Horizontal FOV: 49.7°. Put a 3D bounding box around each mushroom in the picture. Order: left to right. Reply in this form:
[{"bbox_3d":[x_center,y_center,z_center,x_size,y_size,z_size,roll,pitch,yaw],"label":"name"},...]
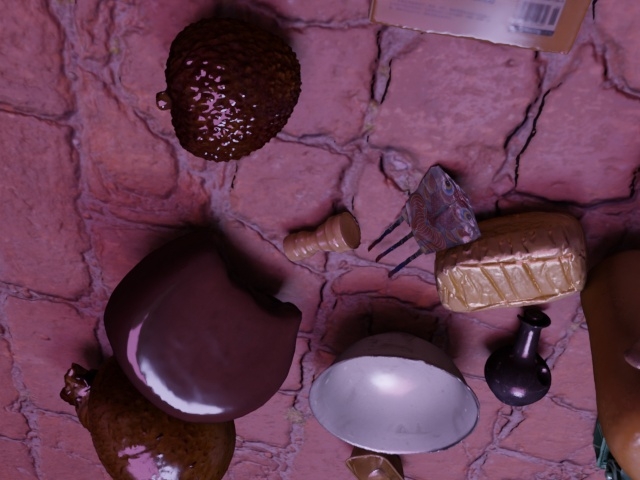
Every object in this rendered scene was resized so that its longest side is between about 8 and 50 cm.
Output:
[{"bbox_3d":[-0.356,0.363,1.360,0.356,0.334,0.331,-12,153,0],"label":"mushroom"}]

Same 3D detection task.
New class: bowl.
[{"bbox_3d":[0.142,0.260,1.297,0.313,0.146,0.313,6,133,7],"label":"bowl"}]

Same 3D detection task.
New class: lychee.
[{"bbox_3d":[-0.123,-0.197,0.901,0.194,0.194,0.194,5,133,6],"label":"lychee"}]

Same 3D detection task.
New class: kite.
[{"bbox_3d":[0.154,-0.009,1.091,0.229,0.016,0.127,-47,67,44],"label":"kite"}]

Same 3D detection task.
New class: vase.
[{"bbox_3d":[0.362,0.206,1.238,0.120,0.120,0.183,7,117,4],"label":"vase"}]

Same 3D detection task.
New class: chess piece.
[{"bbox_3d":[0.000,0.000,1.141,0.122,0.066,0.066,-19,127,32],"label":"chess piece"}]

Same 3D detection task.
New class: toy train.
[{"bbox_3d":[0.600,0.383,1.318,0.115,0.154,0.269,0,132,12],"label":"toy train"}]

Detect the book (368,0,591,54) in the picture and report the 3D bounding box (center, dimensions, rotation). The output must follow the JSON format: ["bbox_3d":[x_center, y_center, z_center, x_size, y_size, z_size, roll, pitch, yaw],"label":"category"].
[{"bbox_3d":[0.212,-0.397,0.750,0.268,0.032,0.389,10,134,-1],"label":"book"}]

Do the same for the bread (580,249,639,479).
[{"bbox_3d":[0.549,0.188,0.992,0.347,0.376,0.253,8,134,2],"label":"bread"}]

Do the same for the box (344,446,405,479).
[{"bbox_3d":[0.130,0.522,1.572,0.111,0.111,0.177,-17,127,24],"label":"box"}]

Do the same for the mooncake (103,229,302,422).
[{"bbox_3d":[-0.203,0.142,1.193,0.325,0.174,0.334,7,101,-26],"label":"mooncake"}]

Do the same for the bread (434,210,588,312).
[{"bbox_3d":[0.294,0.031,1.080,0.236,0.106,0.140,-12,131,21],"label":"bread"}]
